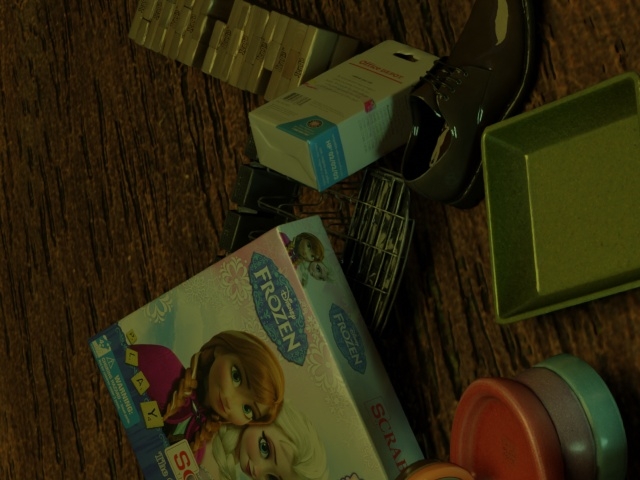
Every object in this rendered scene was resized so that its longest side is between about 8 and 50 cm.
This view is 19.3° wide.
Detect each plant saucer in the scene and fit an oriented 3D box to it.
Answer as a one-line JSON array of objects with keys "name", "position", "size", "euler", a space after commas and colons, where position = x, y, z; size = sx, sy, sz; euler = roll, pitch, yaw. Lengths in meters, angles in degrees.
[{"name": "plant saucer", "position": [0.230, -0.032, 1.653], "size": [0.188, 0.045, 0.188], "euler": [-20, 68, 45]}]

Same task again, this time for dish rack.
[{"name": "dish rack", "position": [0.000, 0.000, 1.894], "size": [0.271, 0.074, 0.208], "euler": [23, 101, 47]}]

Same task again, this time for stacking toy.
[{"name": "stacking toy", "position": [0.240, 0.259, 1.571], "size": [0.309, 0.130, 0.280], "euler": [47, 143, 46]}]

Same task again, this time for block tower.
[{"name": "block tower", "position": [-0.083, -0.214, 2.017], "size": [0.335, 0.091, 0.097], "euler": [30, 104, 48]}]

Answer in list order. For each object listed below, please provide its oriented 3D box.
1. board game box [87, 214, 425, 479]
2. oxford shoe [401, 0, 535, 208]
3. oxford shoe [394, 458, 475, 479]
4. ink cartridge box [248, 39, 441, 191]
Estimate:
[{"name": "board game box", "position": [-0.060, 0.181, 1.846], "size": [0.318, 0.066, 0.319], "euler": [-31, 80, 41]}, {"name": "oxford shoe", "position": [0.136, -0.145, 1.749], "size": [0.083, 0.096, 0.227], "euler": [22, 97, 51]}, {"name": "oxford shoe", "position": [0.045, 0.323, 1.679], "size": [0.133, 0.130, 0.364], "euler": [55, 137, 47]}, {"name": "ink cartridge box", "position": [0.034, -0.125, 1.842], "size": [0.104, 0.181, 0.062], "euler": [28, 140, 48]}]
